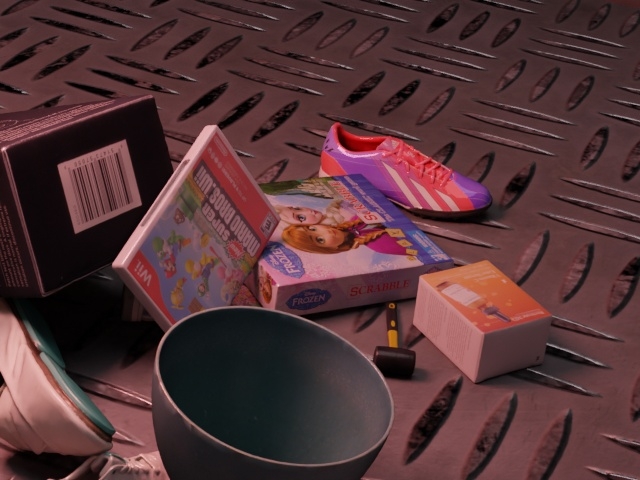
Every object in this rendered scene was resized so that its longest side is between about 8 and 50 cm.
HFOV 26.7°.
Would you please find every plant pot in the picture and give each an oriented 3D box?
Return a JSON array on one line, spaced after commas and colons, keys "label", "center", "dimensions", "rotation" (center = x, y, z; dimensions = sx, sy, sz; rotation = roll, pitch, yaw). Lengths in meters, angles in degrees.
[{"label": "plant pot", "center": [-0.077, 0.243, 1.630], "dimensions": [0.290, 0.195, 0.290], "rotation": [14, 31, -8]}]

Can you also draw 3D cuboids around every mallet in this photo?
[{"label": "mallet", "center": [0.099, 0.141, 2.020], "dimensions": [0.062, 0.039, 0.190], "rotation": [5, 26, -9]}]

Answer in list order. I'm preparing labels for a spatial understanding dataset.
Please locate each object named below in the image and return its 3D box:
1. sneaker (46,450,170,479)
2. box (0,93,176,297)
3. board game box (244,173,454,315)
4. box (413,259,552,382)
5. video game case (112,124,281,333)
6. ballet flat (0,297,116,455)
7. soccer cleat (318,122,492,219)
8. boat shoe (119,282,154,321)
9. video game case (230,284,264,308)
[{"label": "sneaker", "center": [-0.243, 0.290, 1.642], "dimensions": [0.212, 0.094, 0.080], "rotation": [-20, 37, -37]}, {"label": "box", "center": [-0.450, -0.062, 1.951], "dimensions": [0.395, 0.212, 0.293], "rotation": [-1, 18, 38]}, {"label": "board game box", "center": [0.000, 0.000, 2.195], "dimensions": [0.318, 0.066, 0.319], "rotation": [-8, 32, -28]}, {"label": "box", "center": [0.241, 0.119, 2.023], "dimensions": [0.130, 0.091, 0.170], "rotation": [-12, 34, -28]}, {"label": "video game case", "center": [-0.172, 0.001, 1.962], "dimensions": [0.025, 0.204, 0.285], "rotation": [-1, 46, 38]}, {"label": "ballet flat", "center": [-0.381, 0.196, 1.757], "dimensions": [0.139, 0.139, 0.400], "rotation": [-10, 27, -25]}, {"label": "soccer cleat", "center": [0.152, -0.122, 2.393], "dimensions": [0.318, 0.116, 0.108], "rotation": [14, 30, 14]}, {"label": "boat shoe", "center": [-0.241, 0.015, 2.102], "dimensions": [0.103, 0.118, 0.320], "rotation": [10, 34, -4]}, {"label": "video game case", "center": [-0.096, 0.094, 2.085], "dimensions": [0.122, 0.011, 0.087], "rotation": [-6, 32, -21]}]
